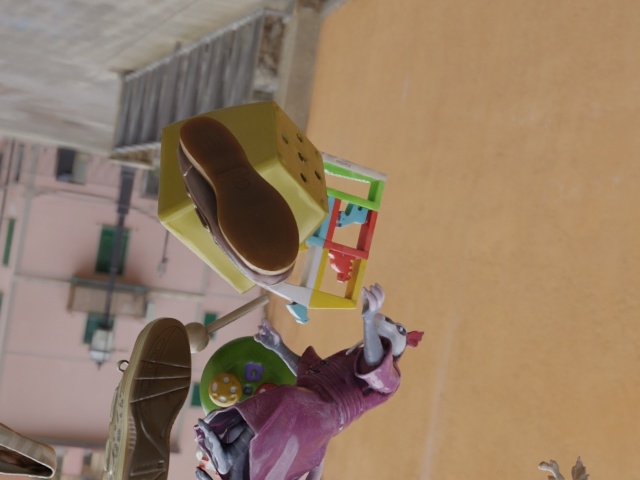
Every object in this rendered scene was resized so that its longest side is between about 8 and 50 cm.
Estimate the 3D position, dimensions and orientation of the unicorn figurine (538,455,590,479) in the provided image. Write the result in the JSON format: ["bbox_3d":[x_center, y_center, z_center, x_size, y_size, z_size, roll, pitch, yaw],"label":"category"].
[{"bbox_3d":[0.260,0.333,1.120,0.060,0.162,0.111,13,-150,-29],"label":"unicorn figurine"}]

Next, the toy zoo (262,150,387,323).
[{"bbox_3d":[0.000,0.000,1.672,0.192,0.293,0.030,16,175,-29],"label":"toy zoo"}]

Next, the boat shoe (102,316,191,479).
[{"bbox_3d":[-0.260,0.244,1.381,0.104,0.285,0.089,12,-179,-45],"label":"boat shoe"}]

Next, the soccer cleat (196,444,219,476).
[{"bbox_3d":[-0.097,0.350,1.490,0.196,0.076,0.068,29,139,-3],"label":"soccer cleat"}]

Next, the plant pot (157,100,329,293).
[{"bbox_3d":[-0.104,-0.085,1.469,0.187,0.212,0.212,-26,133,20],"label":"plant pot"}]

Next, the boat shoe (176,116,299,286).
[{"bbox_3d":[-0.080,-0.030,0.938,0.073,0.073,0.207,-14,-128,-22],"label":"boat shoe"}]

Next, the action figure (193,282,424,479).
[{"bbox_3d":[0.013,0.223,1.306,0.370,0.276,0.248,-27,-177,-28],"label":"action figure"}]

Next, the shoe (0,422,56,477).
[{"bbox_3d":[-0.567,0.370,1.712,0.219,0.077,0.058,25,-165,-28],"label":"shoe"}]

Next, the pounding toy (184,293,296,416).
[{"bbox_3d":[-0.127,0.225,1.596,0.183,0.237,0.110,-23,175,2],"label":"pounding toy"}]
